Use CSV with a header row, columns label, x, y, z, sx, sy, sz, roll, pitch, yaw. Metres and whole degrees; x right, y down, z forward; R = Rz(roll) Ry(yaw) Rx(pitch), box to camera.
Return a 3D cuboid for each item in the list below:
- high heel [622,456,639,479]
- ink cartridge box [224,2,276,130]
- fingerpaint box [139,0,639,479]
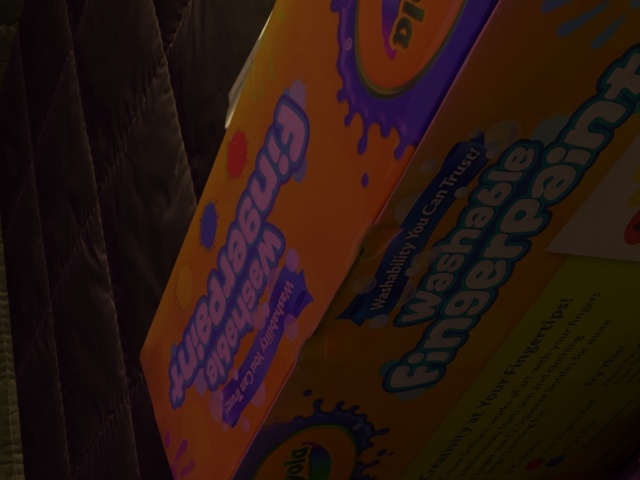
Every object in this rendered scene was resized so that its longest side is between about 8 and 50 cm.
label,x,y,z,sx,sy,sz,roll,pitch,yaw
high heel,0.174,0.191,0.633,0.261,0.093,0.186,-2,91,18
ink cartridge box,-0.030,-0.261,1.062,0.275,0.060,0.239,-60,12,13
fingerpaint box,0.133,-0.022,0.535,0.445,0.371,0.163,-64,39,37
